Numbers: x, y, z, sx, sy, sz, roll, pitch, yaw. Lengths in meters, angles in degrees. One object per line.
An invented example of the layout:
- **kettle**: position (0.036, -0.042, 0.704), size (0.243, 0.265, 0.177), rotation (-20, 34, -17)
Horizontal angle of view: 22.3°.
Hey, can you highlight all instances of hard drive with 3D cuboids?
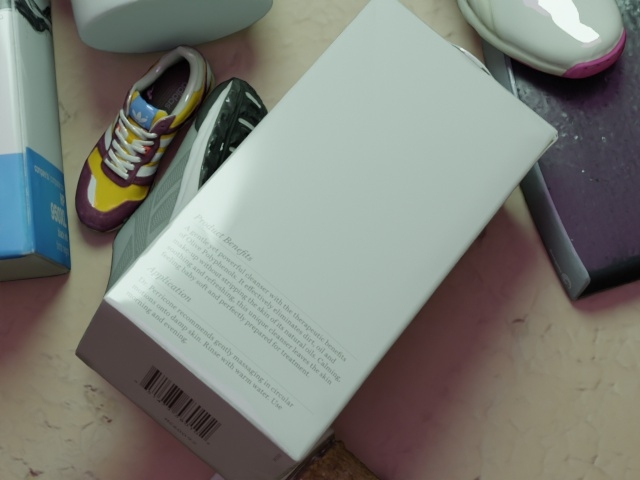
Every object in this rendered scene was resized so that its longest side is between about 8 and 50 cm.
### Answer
- **hard drive**: position (0.251, -0.092, 1.416), size (0.172, 0.054, 0.254), rotation (-18, 81, 3)

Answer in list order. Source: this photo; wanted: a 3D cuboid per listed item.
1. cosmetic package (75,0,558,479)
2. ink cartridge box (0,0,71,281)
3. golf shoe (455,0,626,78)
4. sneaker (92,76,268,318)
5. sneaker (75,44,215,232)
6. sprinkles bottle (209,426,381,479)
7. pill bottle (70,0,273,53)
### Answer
- **cosmetic package**: position (0.000, 0.000, 1.303), size (0.197, 0.155, 0.365), rotation (41, 63, 1)
- **ink cartridge box**: position (-0.385, -0.157, 1.426), size (0.285, 0.166, 0.395), rotation (-6, 83, 4)
- **golf shoe**: position (0.147, -0.267, 1.378), size (0.115, 0.140, 0.306), rotation (-34, 66, -6)
- **sneaker**: position (-0.124, -0.022, 1.422), size (0.108, 0.100, 0.271), rotation (12, 74, 36)
- **sneaker**: position (-0.163, -0.093, 1.439), size (0.069, 0.084, 0.185), rotation (30, 86, 8)
- **sprinkles bottle**: position (0.067, 0.289, 1.348), size (0.355, 0.121, 0.121), rotation (42, 88, 9)
- **pill bottle**: position (-0.160, -0.360, 1.414), size (0.204, 0.204, 0.361), rotation (-12, 82, 3)
